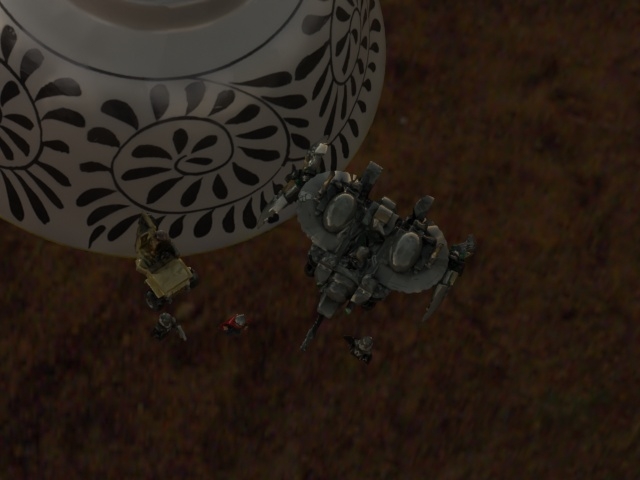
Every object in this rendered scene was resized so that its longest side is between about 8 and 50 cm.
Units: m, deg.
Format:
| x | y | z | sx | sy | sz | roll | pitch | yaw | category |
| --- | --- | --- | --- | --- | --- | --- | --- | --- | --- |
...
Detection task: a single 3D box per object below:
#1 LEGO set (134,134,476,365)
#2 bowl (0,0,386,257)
| x | y | z | sx | sy | sz | roll | pitch | yaw | category |
| --- | --- | --- | --- | --- | --- | --- | --- | --- | --- |
| 0.000 | 0.002 | 0.381 | 0.083 | 0.023 | 0.054 | -24 | 76 | -23 | LEGO set |
| -0.055 | -0.086 | 0.537 | 0.170 | 0.080 | 0.170 | 4 | 67 | -9 | bowl |
